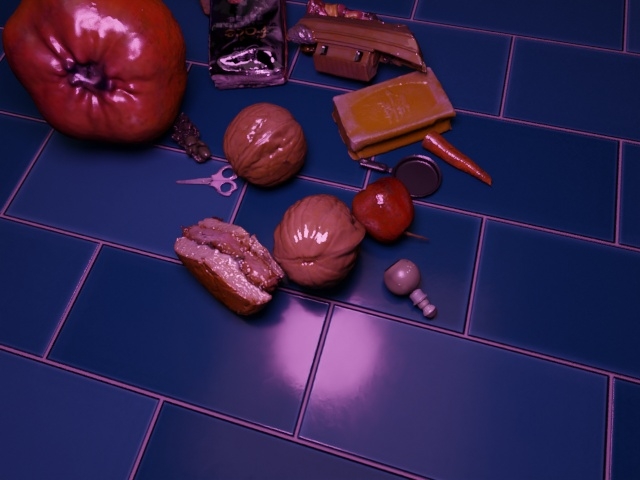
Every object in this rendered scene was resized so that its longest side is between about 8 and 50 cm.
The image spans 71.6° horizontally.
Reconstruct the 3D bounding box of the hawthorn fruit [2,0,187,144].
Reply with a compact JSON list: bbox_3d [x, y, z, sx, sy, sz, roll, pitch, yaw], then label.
[{"bbox_3d":[-0.569,-0.490,1.217,0.472,0.471,0.471,-1,67,3],"label":"hawthorn fruit"}]

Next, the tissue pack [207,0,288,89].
[{"bbox_3d":[-0.225,-0.646,1.399,0.245,0.123,0.332,-4,76,5],"label":"tissue pack"}]

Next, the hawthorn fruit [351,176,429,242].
[{"bbox_3d":[0.180,-0.058,1.141,0.163,0.162,0.203,-33,80,-10],"label":"hawthorn fruit"}]

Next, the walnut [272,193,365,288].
[{"bbox_3d":[0.000,0.000,1.067,0.225,0.224,0.261,18,28,11],"label":"walnut"}]

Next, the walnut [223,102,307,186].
[{"bbox_3d":[-0.151,-0.255,1.208,0.228,0.228,0.227,-1,67,3],"label":"walnut"}]

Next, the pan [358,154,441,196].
[{"bbox_3d":[0.221,-0.192,1.249,0.235,0.028,0.136,16,69,7],"label":"pan"}]

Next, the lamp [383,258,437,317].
[{"bbox_3d":[0.229,0.124,1.097,0.091,0.091,0.163,-39,87,-12],"label":"lamp"}]

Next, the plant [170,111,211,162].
[{"bbox_3d":[-0.382,-0.298,1.308,0.087,0.085,0.174,-24,70,-36],"label":"plant"}]

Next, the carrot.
[{"bbox_3d":[0.390,-0.226,1.243,0.224,0.057,0.057,38,75,14],"label":"carrot"}]

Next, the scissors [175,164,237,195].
[{"bbox_3d":[-0.329,-0.172,1.285,0.189,0.015,0.100,0,70,5],"label":"scissors"}]

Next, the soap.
[{"bbox_3d":[0.207,-0.370,1.293,0.315,0.091,0.199,-17,66,-4],"label":"soap"}]

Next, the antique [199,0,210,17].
[{"bbox_3d":[-0.258,-0.847,1.500,0.284,0.125,0.150,6,69,6],"label":"antique"}]

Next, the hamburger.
[{"bbox_3d":[-0.223,0.067,1.103,0.282,0.245,0.155,1,32,45],"label":"hamburger"}]

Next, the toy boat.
[{"bbox_3d":[0.101,-0.563,1.309,0.446,0.136,0.162,19,99,24],"label":"toy boat"}]

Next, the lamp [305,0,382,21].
[{"bbox_3d":[0.071,-0.700,1.430,0.253,0.118,0.118,23,71,9],"label":"lamp"}]
